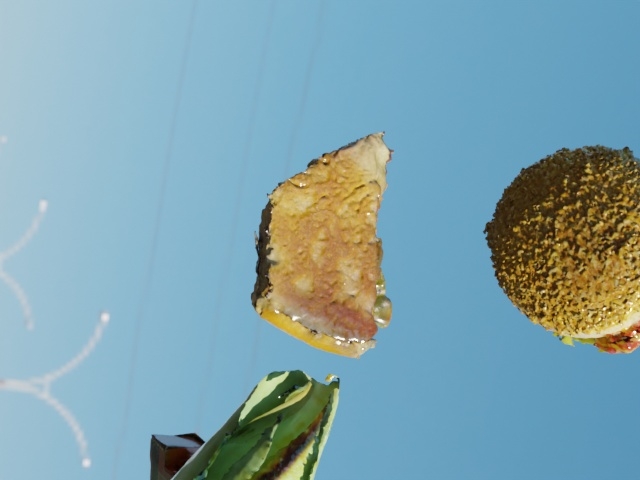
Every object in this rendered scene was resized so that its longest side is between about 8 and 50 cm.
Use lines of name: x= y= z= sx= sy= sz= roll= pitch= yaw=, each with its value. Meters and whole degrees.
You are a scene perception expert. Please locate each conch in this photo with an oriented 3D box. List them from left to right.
conch: x=-0.077 y=0.236 z=1.450 sx=0.250 sy=0.143 sz=0.137 roll=-65 pitch=-159 yaw=11

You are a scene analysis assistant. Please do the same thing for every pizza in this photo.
pizza: x=0.000 y=0.000 z=1.487 sx=0.069 sy=0.147 sz=0.226 roll=-26 pitch=-118 yaw=61

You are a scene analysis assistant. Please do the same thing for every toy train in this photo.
toy train: x=-0.131 y=0.282 z=1.637 sx=0.176 sy=0.074 sz=0.118 roll=25 pitch=-65 yaw=61

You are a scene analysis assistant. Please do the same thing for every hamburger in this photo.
hamburger: x=0.381 y=0.006 z=2.160 sx=0.276 sy=0.294 sz=0.179 roll=-54 pitch=162 yaw=3
